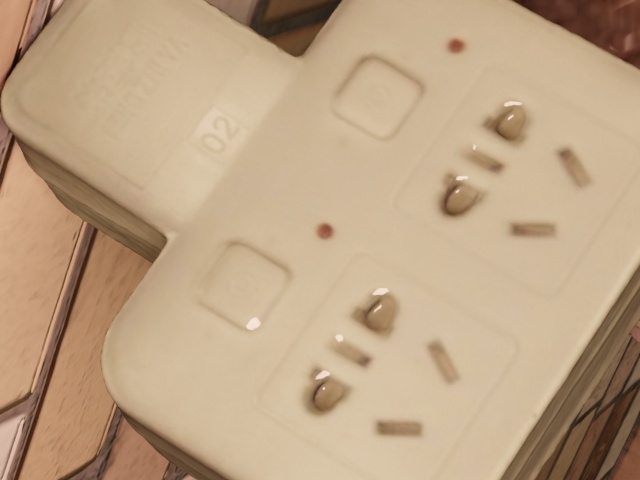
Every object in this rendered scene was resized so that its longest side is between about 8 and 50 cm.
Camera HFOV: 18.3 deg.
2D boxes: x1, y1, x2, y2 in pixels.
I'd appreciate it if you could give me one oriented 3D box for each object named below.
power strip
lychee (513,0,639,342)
[{"bbox_3d":[0.000,0.000,0.844,0.229,0.261,0.141,-55,162,-15],"label":"power strip"},{"bbox_3d":[0.266,-0.104,1.200,0.380,0.380,0.432,-60,151,0],"label":"lychee"}]
